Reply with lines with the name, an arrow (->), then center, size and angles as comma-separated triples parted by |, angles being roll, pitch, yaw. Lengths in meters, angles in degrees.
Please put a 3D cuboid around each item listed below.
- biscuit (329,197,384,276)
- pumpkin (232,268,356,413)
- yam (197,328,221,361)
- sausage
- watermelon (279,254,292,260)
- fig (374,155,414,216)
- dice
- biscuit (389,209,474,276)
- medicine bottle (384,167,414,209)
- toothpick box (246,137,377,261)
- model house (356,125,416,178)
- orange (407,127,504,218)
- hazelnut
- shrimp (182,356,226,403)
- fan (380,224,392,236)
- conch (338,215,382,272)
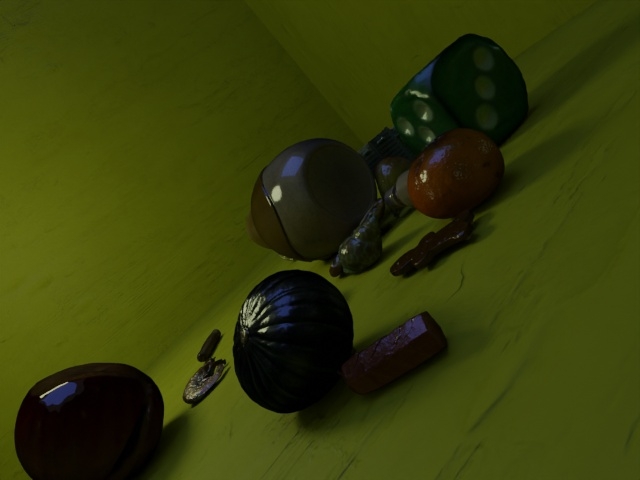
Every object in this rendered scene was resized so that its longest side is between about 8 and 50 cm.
biscuit -> 0.111, -0.002, 1.438 | 0.299, 0.045, 0.154 | -53, -10, -22
pumpkin -> -0.037, 0.172, 0.820 | 0.250, 0.216, 0.249 | -163, 90, -77
yam -> -0.439, 0.415, 1.887 | 0.046, 0.046, 0.264 | -40, 7, 7
sausage -> 0.093, 0.167, 0.677 | 0.169, 0.065, 0.065 | -39, 8, 22
watermelon -> -0.126, 0.050, 2.249 | 0.182, 0.092, 0.075 | -26, 29, 34
fig -> 0.250, -0.167, 1.563 | 0.159, 0.159, 0.257 | -35, 30, 37
dice -> 0.408, -0.403, 1.432 | 0.297, 0.300, 0.287 | -44, 6, -17
biscuit -> 0.226, 0.016, 0.975 | 0.205, 0.031, 0.138 | -36, 9, 28
medicine bottle -> 0.276, -0.152, 1.351 | 0.114, 0.114, 0.252 | -46, 9, -30
toothpick box -> -0.037, -0.124, 1.686 | 0.409, 0.409, 0.425 | -47, 11, -34
model house -> 0.275, -0.319, 1.857 | 0.198, 0.224, 0.215 | -37, 8, 24
orange -> 0.291, -0.149, 1.065 | 0.224, 0.170, 0.224 | -39, 7, 6
hazelnut -> -0.585, 0.487, 1.253 | 0.359, 0.359, 0.409 | -43, 12, -10
shrimp -> -0.336, 0.417, 1.436 | 0.133, 0.051, 0.187 | -15, 26, 28
fan -> 0.194, -0.031, 1.471 | 0.056, 0.004, 0.083 | -42, 8, -1
conch -> 0.102, 0.026, 1.267 | 0.116, 0.105, 0.173 | -24, -12, -19
